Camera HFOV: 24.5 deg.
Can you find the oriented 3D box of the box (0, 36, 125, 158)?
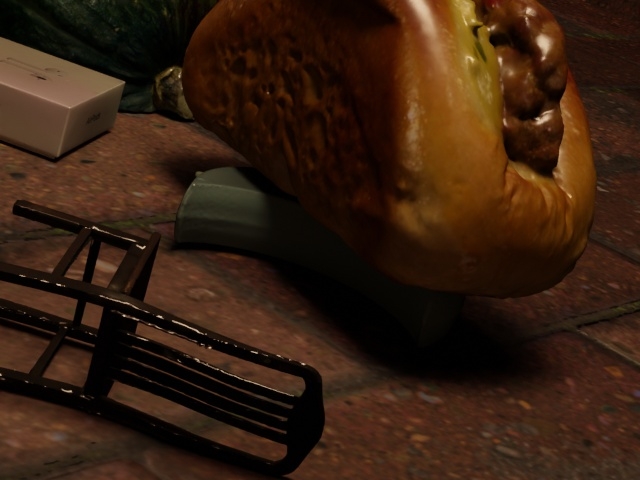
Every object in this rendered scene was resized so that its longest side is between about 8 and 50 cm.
[{"bbox_3d":[-0.254,-0.125,1.265,0.129,0.051,0.130,20,20,7],"label":"box"}]

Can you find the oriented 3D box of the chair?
[{"bbox_3d":[-0.095,0.057,0.858,0.212,0.084,0.101,17,23,-1],"label":"chair"}]

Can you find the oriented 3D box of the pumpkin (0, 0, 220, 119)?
[{"bbox_3d":[-0.185,-0.254,1.467,0.293,0.197,0.263,-8,33,-46],"label":"pumpkin"}]

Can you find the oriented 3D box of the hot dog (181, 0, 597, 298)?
[{"bbox_3d":[0.053,-0.129,1.128,0.185,0.223,0.405,2,23,-35],"label":"hot dog"}]

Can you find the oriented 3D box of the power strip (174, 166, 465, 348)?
[{"bbox_3d":[0.000,0.000,1.137,0.253,0.054,0.167,24,17,17],"label":"power strip"}]
